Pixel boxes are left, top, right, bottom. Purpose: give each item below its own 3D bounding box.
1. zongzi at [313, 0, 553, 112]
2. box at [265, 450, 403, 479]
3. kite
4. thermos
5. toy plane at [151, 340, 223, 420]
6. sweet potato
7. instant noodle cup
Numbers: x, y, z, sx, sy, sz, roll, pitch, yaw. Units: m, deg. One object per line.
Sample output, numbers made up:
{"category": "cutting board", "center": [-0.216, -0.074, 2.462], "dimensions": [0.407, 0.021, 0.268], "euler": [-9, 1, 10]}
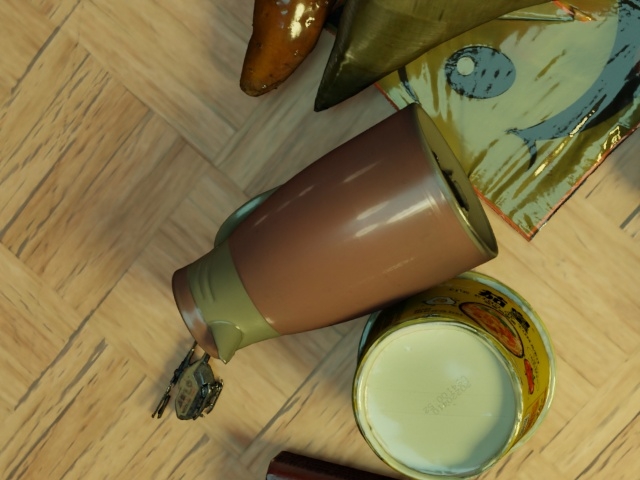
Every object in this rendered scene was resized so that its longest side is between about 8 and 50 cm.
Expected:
{"category": "zongzi", "center": [0.176, -0.219, 1.002], "dimensions": [0.323, 0.160, 0.360], "euler": [20, 118, 2]}
{"category": "box", "center": [0.054, 0.274, 1.113], "dimensions": [0.224, 0.069, 0.120], "euler": [13, 98, 13]}
{"category": "kite", "center": [0.159, -0.189, 1.075], "dimensions": [0.328, 0.013, 0.377], "euler": [4, 96, 13]}
{"category": "thermos", "center": [0.000, 0.000, 1.057], "dimensions": [0.265, 0.176, 0.146], "euler": [-27, 126, 15]}
{"category": "toy plane", "center": [-0.115, 0.126, 1.158], "dimensions": [0.049, 0.031, 0.120], "euler": [31, 104, 17]}
{"category": "sweet potato", "center": [-0.008, -0.300, 1.058], "dimensions": [0.112, 0.112, 0.359], "euler": [8, 93, 12]}
{"category": "instant noodle cup", "center": [0.107, 0.123, 1.047], "dimensions": [0.182, 0.144, 0.182], "euler": [1, 96, 13]}
